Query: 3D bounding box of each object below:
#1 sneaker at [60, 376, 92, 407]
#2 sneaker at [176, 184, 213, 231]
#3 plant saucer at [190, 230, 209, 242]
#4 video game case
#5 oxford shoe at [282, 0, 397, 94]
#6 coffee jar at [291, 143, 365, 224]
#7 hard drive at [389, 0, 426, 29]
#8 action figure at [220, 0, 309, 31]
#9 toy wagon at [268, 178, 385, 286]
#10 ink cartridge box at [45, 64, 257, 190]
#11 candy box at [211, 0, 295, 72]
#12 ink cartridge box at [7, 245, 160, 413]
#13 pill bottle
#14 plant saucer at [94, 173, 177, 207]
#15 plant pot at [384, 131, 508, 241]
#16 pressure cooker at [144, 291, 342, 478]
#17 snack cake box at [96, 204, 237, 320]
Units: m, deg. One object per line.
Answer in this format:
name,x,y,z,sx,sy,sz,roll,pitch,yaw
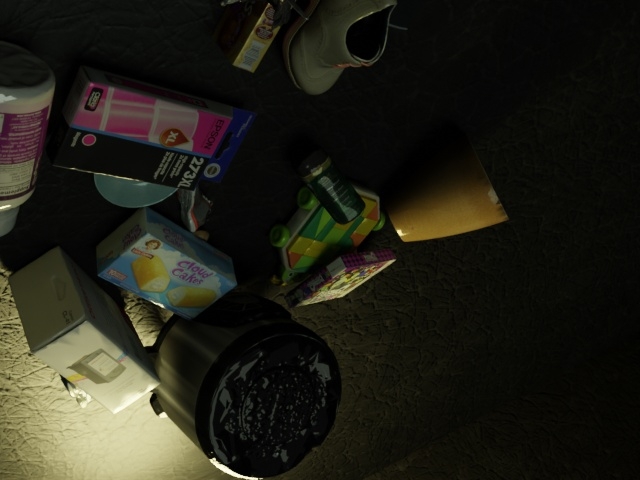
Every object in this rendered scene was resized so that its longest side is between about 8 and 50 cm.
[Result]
sneaker,-0.577,0.349,1.839,0.058,0.052,0.135,-36,151,-16
sneaker,-0.260,-0.085,1.609,0.065,0.061,0.158,-27,153,-25
plant saucer,-0.283,0.005,1.690,0.083,0.015,0.083,-20,159,-8
video game case,0.052,0.094,1.943,0.210,0.041,0.232,-37,162,32
oxford shoe,0.031,-0.354,1.378,0.141,0.146,0.397,-26,167,-18
coffee jar,0.015,-0.126,1.680,0.079,0.096,0.184,-41,113,-2
hard drive,0.114,-0.499,1.443,0.255,0.054,0.172,12,123,-43
action figure,-0.103,-0.432,1.171,0.141,0.275,0.164,-4,134,-28
toy wagon,0.000,0.000,1.875,0.267,0.068,0.344,15,120,-45
ink cartridge box,-0.292,-0.190,1.406,0.371,0.069,0.175,7,126,-43
candy box,-0.110,-0.402,1.334,0.053,0.109,0.186,10,125,-42
ink cartridge box,-0.486,0.190,1.587,0.131,0.226,0.306,-34,141,-3
pill bottle,-0.535,-0.154,1.232,0.169,0.169,0.301,-2,132,-35
plant saucer,-0.346,-0.150,1.483,0.195,0.037,0.195,-21,140,-19
plant pot,0.295,-0.105,1.886,0.254,0.237,0.237,-25,144,13
pressure cooker,-0.203,0.317,1.803,0.375,0.420,0.370,-47,121,-15
snack cake box,-0.324,0.054,1.632,0.152,0.089,0.264,-37,135,19
